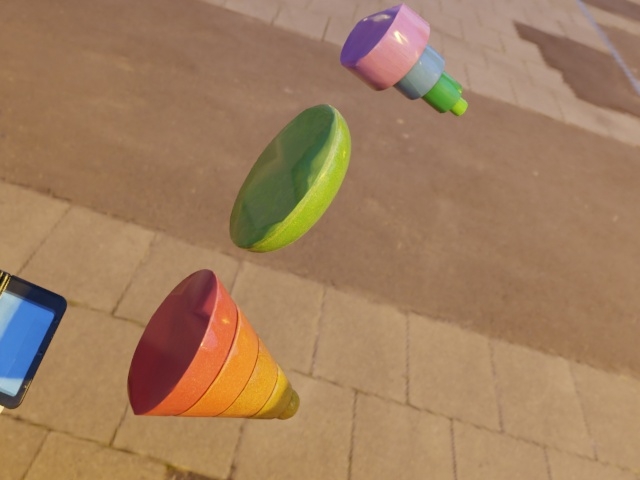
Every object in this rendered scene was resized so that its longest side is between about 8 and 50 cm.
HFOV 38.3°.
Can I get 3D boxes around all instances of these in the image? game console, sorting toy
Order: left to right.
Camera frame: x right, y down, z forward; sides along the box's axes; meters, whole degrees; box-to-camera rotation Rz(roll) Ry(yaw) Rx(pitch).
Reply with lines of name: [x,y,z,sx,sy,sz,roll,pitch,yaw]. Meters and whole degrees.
game console: [-0.324,0.088,0.890,0.071,0.122,0.107,17,-13,29]
sorting toy: [0.000,0.000,0.713,0.126,0.365,0.127,34,-2,-25]

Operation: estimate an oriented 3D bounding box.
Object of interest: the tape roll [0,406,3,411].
tape roll: [-0.552,0.179,1.180,0.286,0.286,0.100,2,56,-30]
